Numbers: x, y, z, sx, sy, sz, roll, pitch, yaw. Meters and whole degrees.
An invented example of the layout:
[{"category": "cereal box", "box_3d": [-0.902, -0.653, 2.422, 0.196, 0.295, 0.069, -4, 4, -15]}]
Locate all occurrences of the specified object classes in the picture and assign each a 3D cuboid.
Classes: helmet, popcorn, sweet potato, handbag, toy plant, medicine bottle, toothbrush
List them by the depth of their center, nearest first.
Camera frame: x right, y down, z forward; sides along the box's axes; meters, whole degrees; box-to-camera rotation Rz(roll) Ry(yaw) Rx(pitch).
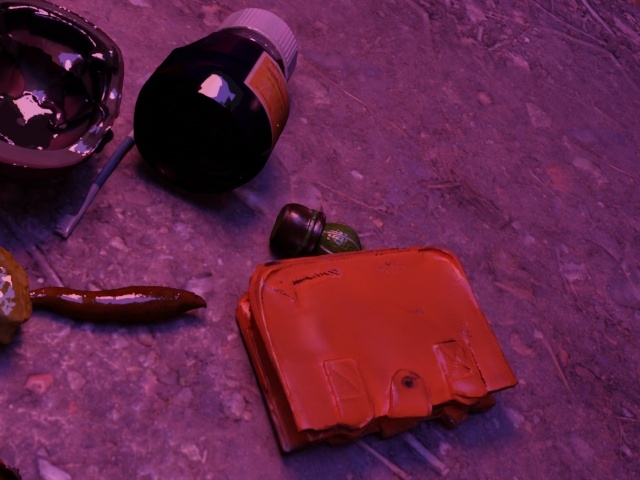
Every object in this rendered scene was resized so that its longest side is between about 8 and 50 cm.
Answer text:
[{"category": "popcorn", "box_3d": [-0.472, 0.079, 1.096, 0.174, 0.142, 0.173, 32, 44, -37]}, {"category": "sweet potato", "box_3d": [-0.296, 0.093, 1.221, 0.265, 0.057, 0.057, 2, 53, -24]}, {"category": "helmet", "box_3d": [-0.461, -0.207, 1.282, 0.271, 0.197, 0.338, 21, 55, -21]}, {"category": "handbag", "box_3d": [0.087, 0.162, 1.318, 0.410, 0.116, 0.303, -5, 56, -30]}, {"category": "toothbrush", "box_3d": [-0.365, -0.103, 1.368, 0.025, 0.019, 0.275, 21, 47, 0]}, {"category": "toy plant", "box_3d": [0.000, 0.000, 1.421, 0.163, 0.092, 0.092, 22, 47, -11]}, {"category": "medicine bottle", "box_3d": [-0.154, -0.270, 1.462, 0.243, 0.242, 0.395, 29, 41, -3]}]

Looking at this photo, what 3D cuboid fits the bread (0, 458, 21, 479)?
[{"category": "bread", "box_3d": [-0.384, 0.325, 0.911, 0.169, 0.160, 0.140, 42, 47, 9]}]
